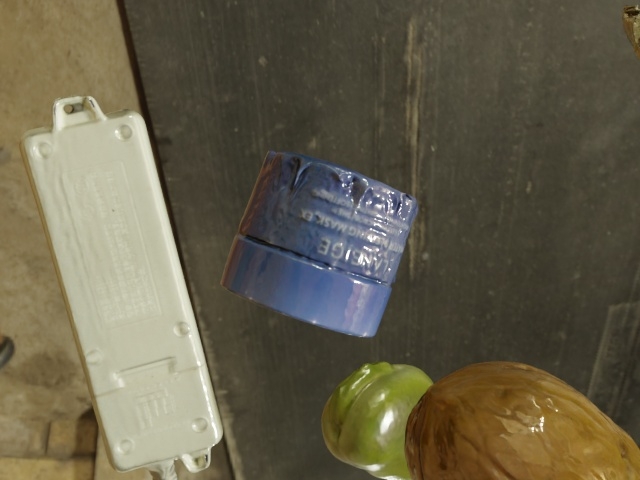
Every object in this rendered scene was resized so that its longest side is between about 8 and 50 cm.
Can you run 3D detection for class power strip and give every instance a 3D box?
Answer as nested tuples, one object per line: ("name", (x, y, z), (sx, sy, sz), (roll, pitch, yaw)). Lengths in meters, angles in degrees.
("power strip", (-0.157, 0.051, 0.649), (0.098, 0.058, 0.339), (-14, 98, -11))

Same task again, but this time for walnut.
("walnut", (0.163, 0.185, 0.636), (0.207, 0.167, 0.167), (39, 119, -3))

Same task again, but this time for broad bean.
("broad bean", (0.073, 0.192, 0.846), (0.174, 0.082, 0.125), (21, 82, -47))

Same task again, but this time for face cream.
("face cream", (0.000, 0.000, 1.182), (0.248, 0.249, 0.225), (17, 91, -23))

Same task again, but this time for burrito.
("burrito", (0.431, -0.260, 1.038), (0.055, 0.149, 0.041), (3, 140, -7))
